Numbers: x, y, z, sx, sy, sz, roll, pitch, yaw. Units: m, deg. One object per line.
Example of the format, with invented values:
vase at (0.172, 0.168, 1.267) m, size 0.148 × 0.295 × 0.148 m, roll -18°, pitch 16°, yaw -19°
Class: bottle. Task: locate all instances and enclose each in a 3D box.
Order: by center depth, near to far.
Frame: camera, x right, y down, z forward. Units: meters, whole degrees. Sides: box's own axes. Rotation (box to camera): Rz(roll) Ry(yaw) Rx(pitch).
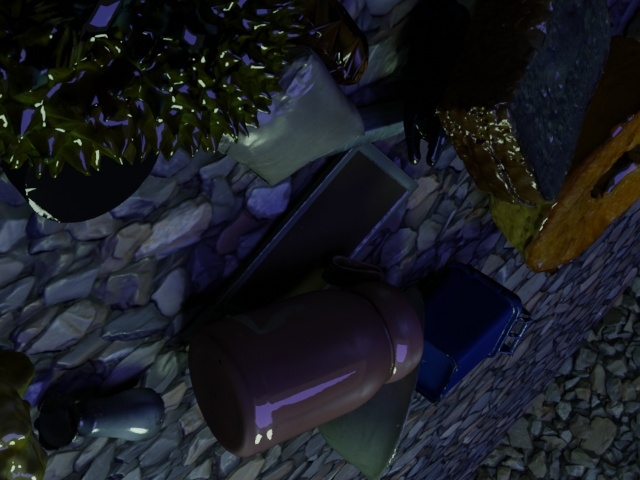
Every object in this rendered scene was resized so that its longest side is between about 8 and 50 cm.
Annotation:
bottle at (-0.014, 0.137, 1.131) m, size 0.297 × 0.206 × 0.173 m, roll -17°, pitch 156°, yaw -28°

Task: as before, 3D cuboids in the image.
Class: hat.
hat at (0.551, -0.350, 1.438) m, size 0.077 × 0.059 × 0.076 m, roll 17°, pitch 109°, yaw -55°

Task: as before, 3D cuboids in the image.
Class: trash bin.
trash bin at (0.243, 0.170, 1.534) m, size 0.234 × 0.184 × 0.162 m, roll -36°, pitch 152°, yaw -44°

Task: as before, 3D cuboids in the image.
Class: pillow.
pillow at (-0.036, -0.122, 0.873) m, size 0.134 × 0.077 × 0.181 m, roll -26°, pitch 157°, yaw 12°

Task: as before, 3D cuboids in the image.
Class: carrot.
carrot at (-0.014, -0.216, 0.821) m, size 0.069 × 0.069 × 0.229 m, roll -48°, pitch 152°, yaw 4°

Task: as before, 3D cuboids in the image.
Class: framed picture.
framed picture at (0.000, 0.000, 1.180) m, size 0.293 × 0.018 × 0.231 m, roll -50°, pitch 153°, yaw 6°

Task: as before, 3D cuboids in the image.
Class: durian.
durian at (-0.133, -0.165, 0.544) m, size 0.291 × 0.291 × 0.225 m, roll -27°, pitch -174°, yaw -32°

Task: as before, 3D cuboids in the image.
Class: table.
table at (-0.207, -0.079, 0.755) m, size 0.133 × 0.043 × 0.133 m, roll -33°, pitch 150°, yaw -22°

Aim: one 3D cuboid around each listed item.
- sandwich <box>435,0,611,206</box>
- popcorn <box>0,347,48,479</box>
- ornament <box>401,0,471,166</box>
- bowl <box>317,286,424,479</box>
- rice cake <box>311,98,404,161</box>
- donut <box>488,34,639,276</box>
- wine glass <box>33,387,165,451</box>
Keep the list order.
sandwich at (0.257, -0.205, 1.030) m, size 0.271 × 0.099 × 0.301 m, roll 41°, pitch 66°, yaw -51°
popcorn at (-0.356, 0.197, 0.770) m, size 0.235 × 0.181 × 0.217 m, roll -53°, pitch 151°, yaw -2°
ornament at (0.182, -0.197, 1.085) m, size 0.236 × 0.080 × 0.202 m, roll -10°, pitch 109°, yaw -56°
bowl at (0.049, 0.211, 1.354) m, size 0.313 × 0.146 × 0.313 m, roll -168°, pitch -90°, yaw -85°
rice cake at (0.052, -0.139, 1.038) m, size 0.211 × 0.043 × 0.034 m, roll -21°, pitch 155°, yaw -42°
donut at (0.435, -0.135, 1.460) m, size 0.378 × 0.163 × 0.435 m, roll -44°, pitch 155°, yaw -2°
wine glass at (-0.264, 0.213, 1.045) m, size 0.072 × 0.072 × 0.155 m, roll -53°, pitch 152°, yaw 14°
